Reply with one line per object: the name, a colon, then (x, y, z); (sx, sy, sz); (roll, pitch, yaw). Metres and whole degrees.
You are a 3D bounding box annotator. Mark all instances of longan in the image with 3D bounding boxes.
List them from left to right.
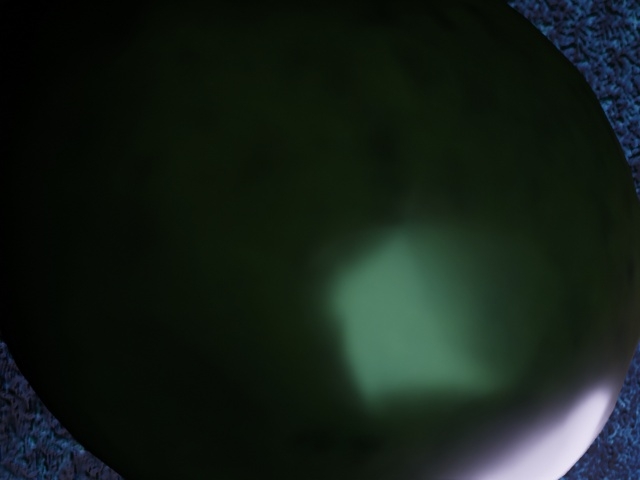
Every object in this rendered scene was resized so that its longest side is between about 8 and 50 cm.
longan: (0.000, 0.000, 0.875); (0.404, 0.404, 0.336); (-9, 152, -43)
